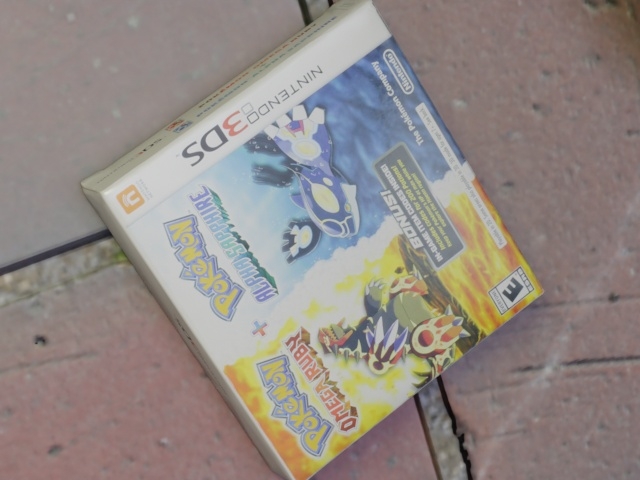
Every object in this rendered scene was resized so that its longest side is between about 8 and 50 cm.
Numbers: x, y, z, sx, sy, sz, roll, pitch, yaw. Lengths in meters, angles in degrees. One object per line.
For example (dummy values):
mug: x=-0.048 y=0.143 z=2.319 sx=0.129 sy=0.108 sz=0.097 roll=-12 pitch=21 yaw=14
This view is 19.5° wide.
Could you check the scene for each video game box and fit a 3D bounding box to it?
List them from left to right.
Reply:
video game box: x=0.000 y=0.000 z=1.032 sx=0.187 sy=0.048 sz=0.205 roll=-37 pitch=108 yaw=-12
